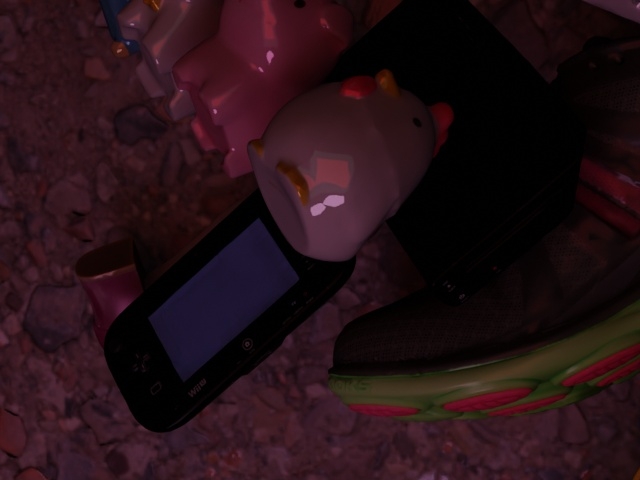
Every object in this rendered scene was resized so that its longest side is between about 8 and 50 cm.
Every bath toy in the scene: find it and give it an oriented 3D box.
[{"bbox_3d":[-0.038,-0.129,0.826,0.129,0.151,0.348,-28,48,-16],"label":"bath toy"}]

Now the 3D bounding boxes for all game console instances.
[{"bbox_3d":[0.000,0.000,0.832,0.361,0.044,0.213,-42,47,11],"label":"game console"}]

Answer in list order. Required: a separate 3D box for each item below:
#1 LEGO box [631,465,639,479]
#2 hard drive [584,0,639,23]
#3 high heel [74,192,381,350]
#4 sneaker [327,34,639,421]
[{"bbox_3d":[0.326,0.324,0.755,0.372,0.193,0.500,35,106,29],"label":"LEGO box"},{"bbox_3d":[0.286,-0.262,0.771,0.203,0.040,0.308,29,80,25],"label":"hard drive"},{"bbox_3d":[-0.062,0.037,0.964,0.244,0.082,0.117,-17,127,0],"label":"high heel"},{"bbox_3d":[0.208,-0.028,0.847,0.482,0.185,0.202,-33,68,13],"label":"sneaker"}]
